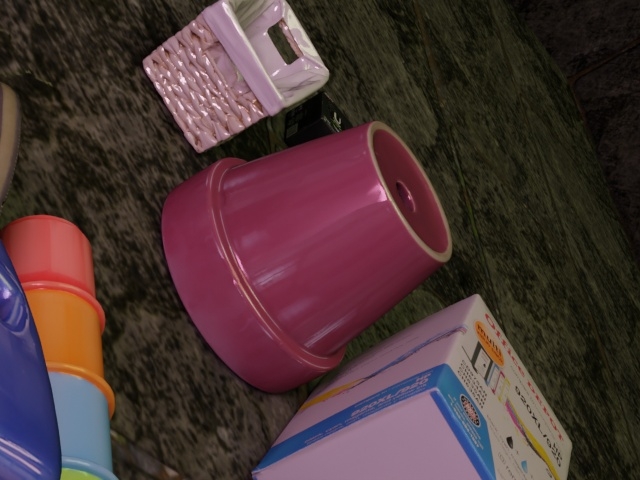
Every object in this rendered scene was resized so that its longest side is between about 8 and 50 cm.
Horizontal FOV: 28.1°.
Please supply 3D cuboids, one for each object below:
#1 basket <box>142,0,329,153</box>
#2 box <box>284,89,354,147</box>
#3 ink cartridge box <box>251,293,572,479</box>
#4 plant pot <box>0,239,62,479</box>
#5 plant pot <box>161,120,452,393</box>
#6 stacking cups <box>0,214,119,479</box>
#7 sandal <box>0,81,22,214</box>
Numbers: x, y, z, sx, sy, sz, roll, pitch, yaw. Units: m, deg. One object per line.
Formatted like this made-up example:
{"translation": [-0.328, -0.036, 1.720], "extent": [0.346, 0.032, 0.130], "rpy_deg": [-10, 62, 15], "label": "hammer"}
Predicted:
{"translation": [-0.077, -0.160, 1.184], "extent": [0.113, 0.103, 0.167], "rpy_deg": [59, 20, -6], "label": "basket"}
{"translation": [0.006, -0.106, 1.381], "extent": [0.083, 0.052, 0.062], "rpy_deg": [48, 25, -28], "label": "box"}
{"translation": [0.085, 0.179, 1.036], "extent": [0.171, 0.168, 0.232], "rpy_deg": [58, 20, -5], "label": "ink cartridge box"}
{"translation": [-0.247, 0.006, 0.412], "extent": [0.236, 0.236, 0.212], "rpy_deg": [43, 22, -39], "label": "plant pot"}
{"translation": [0.000, 0.000, 1.051], "extent": [0.201, 0.180, 0.201], "rpy_deg": [50, 23, -30], "label": "plant pot"}
{"translation": [-0.144, 0.119, 0.695], "extent": [0.096, 0.096, 0.316], "rpy_deg": [43, 26, -39], "label": "stacking cups"}
{"translation": [-0.216, 0.024, 0.656], "extent": [0.086, 0.120, 0.302], "rpy_deg": [19, 37, -21], "label": "sandal"}
